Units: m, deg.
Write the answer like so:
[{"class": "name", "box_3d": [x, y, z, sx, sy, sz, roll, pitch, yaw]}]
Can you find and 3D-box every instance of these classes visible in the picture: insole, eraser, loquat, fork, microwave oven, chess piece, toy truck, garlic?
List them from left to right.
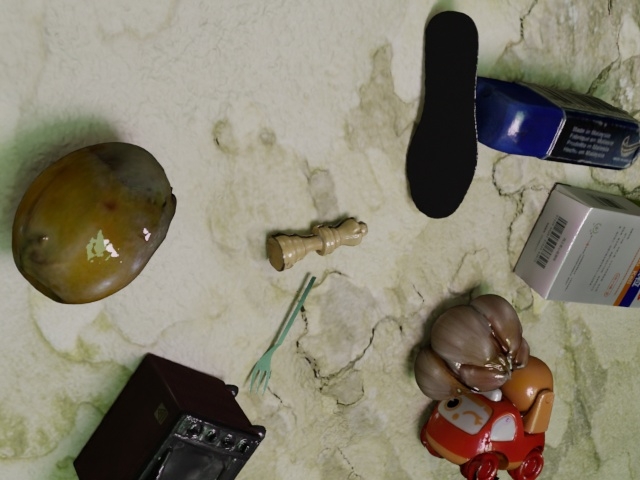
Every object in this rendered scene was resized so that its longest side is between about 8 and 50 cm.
[{"class": "loquat", "box_3d": [-0.293, -0.026, 1.200, 0.227, 0.179, 0.179, -51, 133, -14]}, {"class": "microwave oven", "box_3d": [-0.236, 0.339, 1.451, 0.178, 0.188, 0.247, 27, 100, -41]}, {"class": "fork", "box_3d": [-0.063, 0.158, 1.567, 0.039, 0.021, 0.235, 15, 107, -42]}, {"class": "chess piece", "box_3d": [0.000, 0.000, 1.490, 0.172, 0.060, 0.060, -17, 125, -27]}, {"class": "insole", "box_3d": [0.199, -0.191, 1.476, 0.009, 0.119, 0.348, -45, 141, -55]}, {"class": "garlic", "box_3d": [0.274, 0.195, 1.724, 0.214, 0.191, 0.160, -17, 101, -10]}, {"class": "toy truck", "box_3d": [0.346, 0.345, 1.845, 0.265, 0.189, 0.239, 2, 106, -33]}, {"class": "eraser", "box_3d": [0.391, -0.194, 1.555, 0.332, 0.155, 0.101, 2, 117, -34]}]

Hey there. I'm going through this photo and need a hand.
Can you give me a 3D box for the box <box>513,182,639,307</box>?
[{"class": "box", "box_3d": [0.548, 0.017, 1.819, 0.299, 0.106, 0.200, 8, 115, -35]}]
